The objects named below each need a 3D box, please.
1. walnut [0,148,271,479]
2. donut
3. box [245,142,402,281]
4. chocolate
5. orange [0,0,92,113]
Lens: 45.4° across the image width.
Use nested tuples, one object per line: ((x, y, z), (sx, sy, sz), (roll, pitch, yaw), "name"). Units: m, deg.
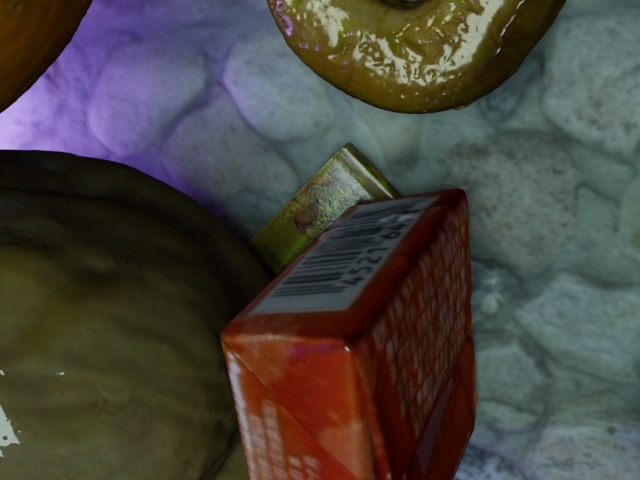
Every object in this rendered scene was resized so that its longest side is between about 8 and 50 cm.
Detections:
((-0.233, 0.100, 0.581), (0.383, 0.383, 0.384), (5, 108, 15), "walnut")
((0.067, -0.198, 0.529), (0.226, 0.114, 0.227), (6, 108, 17), "donut")
((0.000, 0.000, 0.657), (0.089, 0.022, 0.156), (44, 113, -1), "box")
((0.036, 0.107, 0.554), (0.107, 0.237, 0.235), (4, 117, 24), "chocolate")
((-0.316, -0.242, 0.496), (0.423, 0.424, 0.326), (-26, 140, 22), "orange")
